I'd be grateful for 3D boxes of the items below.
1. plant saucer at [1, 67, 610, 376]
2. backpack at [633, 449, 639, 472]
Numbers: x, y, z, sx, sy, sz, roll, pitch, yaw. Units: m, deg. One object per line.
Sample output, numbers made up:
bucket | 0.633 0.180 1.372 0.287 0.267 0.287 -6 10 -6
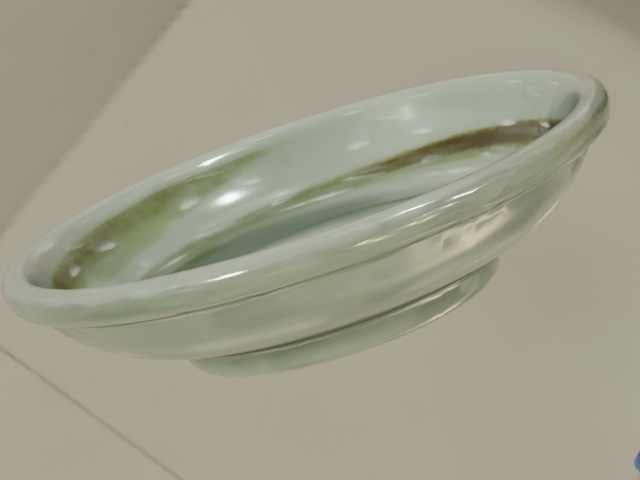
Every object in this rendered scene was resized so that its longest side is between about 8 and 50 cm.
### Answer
plant saucer | 0.000 0.000 1.187 0.400 0.400 0.101 -17 103 3
backpack | 0.224 0.096 1.006 0.114 0.105 0.084 -22 60 -39
